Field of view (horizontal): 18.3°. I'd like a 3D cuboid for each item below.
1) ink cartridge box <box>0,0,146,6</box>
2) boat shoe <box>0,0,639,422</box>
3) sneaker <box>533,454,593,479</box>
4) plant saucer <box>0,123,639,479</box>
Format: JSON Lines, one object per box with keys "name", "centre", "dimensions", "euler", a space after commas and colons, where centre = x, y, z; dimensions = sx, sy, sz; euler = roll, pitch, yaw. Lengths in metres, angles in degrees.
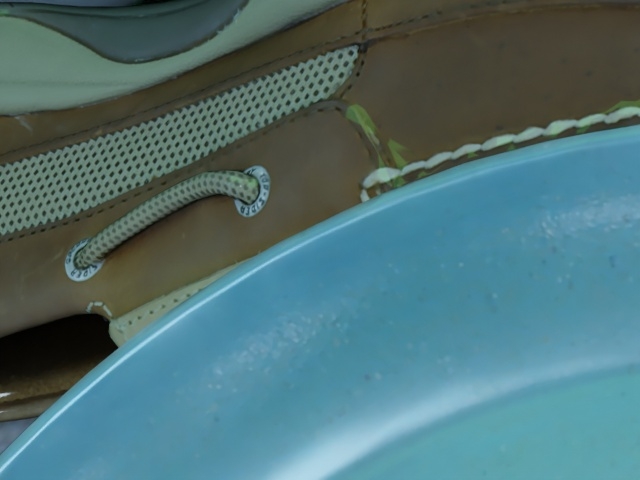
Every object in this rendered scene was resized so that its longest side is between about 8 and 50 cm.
{"name": "ink cartridge box", "centre": [-0.066, -0.100, 0.657], "dimensions": [0.181, 0.056, 0.225], "euler": [-34, 12, -1]}
{"name": "boat shoe", "centre": [0.000, 0.000, 0.497], "dimensions": [0.324, 0.122, 0.120], "euler": [-6, 72, 37]}
{"name": "sneaker", "centre": [0.077, 0.059, 0.366], "dimensions": [0.161, 0.075, 0.057], "euler": [-34, 32, -1]}
{"name": "plant saucer", "centre": [0.039, 0.129, 0.265], "dimensions": [0.317, 0.044, 0.318], "euler": [-16, 54, 23]}
